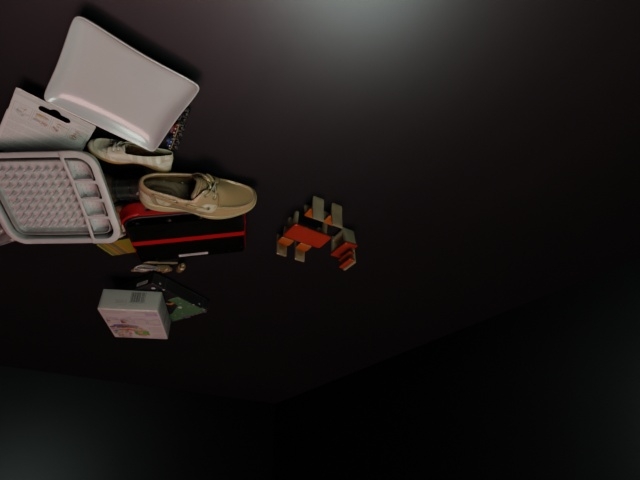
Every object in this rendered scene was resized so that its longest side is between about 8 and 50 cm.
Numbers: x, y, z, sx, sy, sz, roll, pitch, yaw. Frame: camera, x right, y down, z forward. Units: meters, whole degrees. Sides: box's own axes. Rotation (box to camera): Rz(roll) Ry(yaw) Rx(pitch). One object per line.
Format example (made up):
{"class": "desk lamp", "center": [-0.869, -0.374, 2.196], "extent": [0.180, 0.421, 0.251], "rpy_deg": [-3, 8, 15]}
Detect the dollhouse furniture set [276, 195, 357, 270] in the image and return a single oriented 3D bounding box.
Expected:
{"class": "dollhouse furniture set", "center": [0.000, 0.000, 1.516], "extent": [0.259, 0.135, 0.262], "rpy_deg": [19, 142, -27]}

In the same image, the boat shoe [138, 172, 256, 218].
{"class": "boat shoe", "center": [-0.349, -0.137, 1.266], "extent": [0.341, 0.122, 0.110], "rpy_deg": [-1, 162, -21]}

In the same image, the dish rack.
{"class": "dish rack", "center": [-0.734, -0.125, 1.195], "extent": [0.332, 0.072, 0.285], "rpy_deg": [-1, 125, 1]}

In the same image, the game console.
{"class": "game console", "center": [-0.446, -0.034, 1.465], "extent": [0.386, 0.060, 0.342], "rpy_deg": [-6, 155, -13]}

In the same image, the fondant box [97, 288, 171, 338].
{"class": "fondant box", "center": [-0.809, 0.332, 1.911], "extent": [0.238, 0.096, 0.330], "rpy_deg": [4, 145, -9]}

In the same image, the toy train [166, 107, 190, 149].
{"class": "toy train", "center": [-0.382, -0.297, 1.151], "extent": [0.036, 0.027, 0.158], "rpy_deg": [18, 142, -21]}

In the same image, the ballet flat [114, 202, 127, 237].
{"class": "ballet flat", "center": [-0.690, -0.047, 1.467], "extent": [0.073, 0.067, 0.206], "rpy_deg": [-30, 171, -43]}

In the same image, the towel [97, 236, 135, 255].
{"class": "towel", "center": [-0.701, 0.012, 1.616], "extent": [0.237, 0.021, 0.102], "rpy_deg": [-9, 151, 10]}

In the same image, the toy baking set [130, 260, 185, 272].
{"class": "toy baking set", "center": [-0.620, 0.110, 1.668], "extent": [0.196, 0.030, 0.256], "rpy_deg": [-3, 170, -30]}

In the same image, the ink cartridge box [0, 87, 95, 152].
{"class": "ink cartridge box", "center": [-0.720, -0.287, 1.139], "extent": [0.189, 0.066, 0.232], "rpy_deg": [26, 130, -34]}

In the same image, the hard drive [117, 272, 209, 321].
{"class": "hard drive", "center": [-0.704, 0.264, 1.953], "extent": [0.237, 0.064, 0.339], "rpy_deg": [-19, 142, 25]}

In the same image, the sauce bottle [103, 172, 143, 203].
{"class": "sauce bottle", "center": [-0.697, -0.149, 1.288], "extent": [0.344, 0.111, 0.111], "rpy_deg": [-4, 146, 4]}

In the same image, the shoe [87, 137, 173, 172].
{"class": "shoe", "center": [-0.515, -0.245, 1.186], "extent": [0.219, 0.076, 0.058], "rpy_deg": [10, 143, -31]}

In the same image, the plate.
{"class": "plate", "center": [-0.473, -0.362, 1.033], "extent": [0.278, 0.045, 0.277], "rpy_deg": [24, 140, -33]}

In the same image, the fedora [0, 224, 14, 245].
{"class": "fedora", "center": [-0.969, -0.054, 1.309], "extent": [0.275, 0.124, 0.243], "rpy_deg": [-27, 180, 41]}
